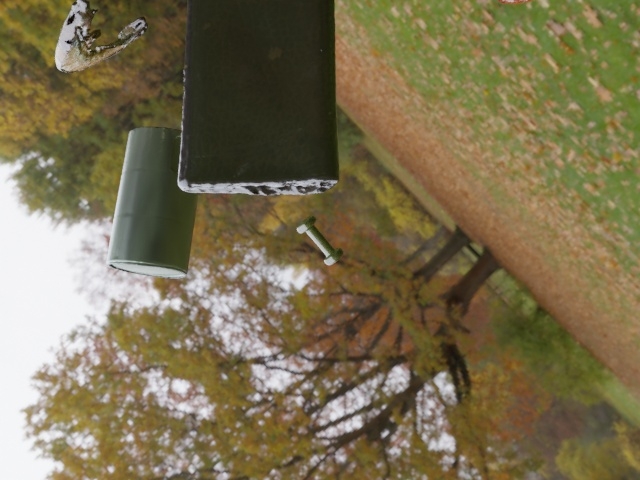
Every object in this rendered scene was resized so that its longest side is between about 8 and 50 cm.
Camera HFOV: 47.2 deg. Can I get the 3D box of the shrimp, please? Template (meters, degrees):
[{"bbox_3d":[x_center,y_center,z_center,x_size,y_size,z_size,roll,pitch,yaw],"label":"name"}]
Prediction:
[{"bbox_3d":[-0.314,-0.311,1.073,0.035,0.148,0.195,62,150,4],"label":"shrimp"}]

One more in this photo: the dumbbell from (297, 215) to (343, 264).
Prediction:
[{"bbox_3d":[0.000,0.000,1.640,0.118,0.052,0.046,50,-143,-8],"label":"dumbbell"}]

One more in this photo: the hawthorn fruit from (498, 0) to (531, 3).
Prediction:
[{"bbox_3d":[0.405,-0.605,1.461,0.224,0.260,0.224,20,156,9],"label":"hawthorn fruit"}]

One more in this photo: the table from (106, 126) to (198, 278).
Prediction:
[{"bbox_3d":[-0.261,-0.057,1.169,0.126,0.219,0.126,5,168,1],"label":"table"}]

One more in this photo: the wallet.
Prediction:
[{"bbox_3d":[-0.066,-0.201,0.817,0.044,0.171,0.321,83,-175,-70],"label":"wallet"}]
